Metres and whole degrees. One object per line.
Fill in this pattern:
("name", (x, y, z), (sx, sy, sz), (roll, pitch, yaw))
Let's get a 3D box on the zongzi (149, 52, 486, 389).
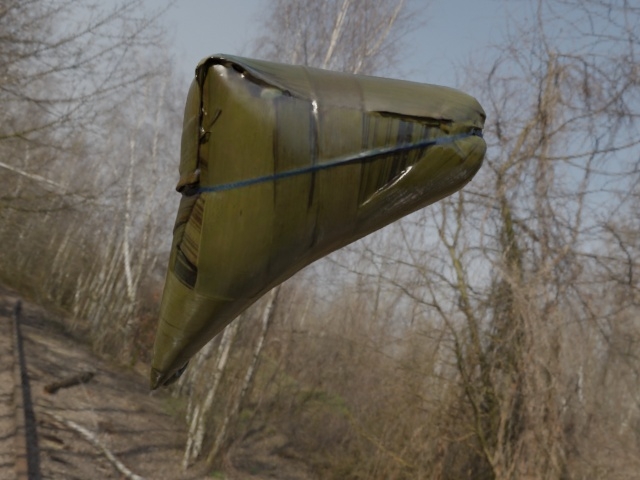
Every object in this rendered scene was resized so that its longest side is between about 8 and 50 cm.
("zongzi", (0.000, 0.000, 0.499), (0.261, 0.288, 0.123), (6, 4, -11))
